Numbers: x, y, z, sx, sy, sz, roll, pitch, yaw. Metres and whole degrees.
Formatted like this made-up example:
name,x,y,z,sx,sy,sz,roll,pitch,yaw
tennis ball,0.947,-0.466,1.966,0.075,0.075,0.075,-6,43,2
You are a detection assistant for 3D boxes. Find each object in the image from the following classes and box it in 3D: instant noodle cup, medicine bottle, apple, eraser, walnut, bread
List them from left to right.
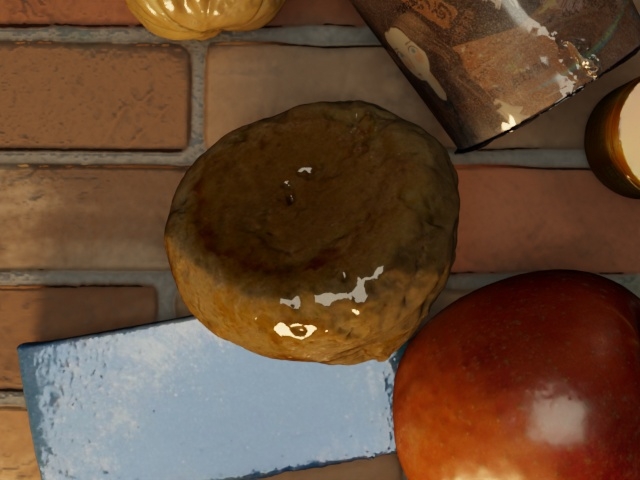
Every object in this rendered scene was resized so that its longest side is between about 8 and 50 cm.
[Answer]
name,x,y,z,sx,sy,sz,roll,pitch,yaw
walnut,-0.096,-0.248,1.224,0.155,0.155,0.184,-10,89,3
eraser,-0.079,0.125,1.282,0.311,0.042,0.144,-11,90,3
bread,0.000,0.000,1.207,0.230,0.123,0.230,-8,48,9
instant noodle cup,0.123,-0.195,1.191,0.217,0.217,0.207,-32,97,3
apple,0.169,0.131,1.187,0.201,0.218,0.218,-19,90,28
medicine bottle,0.255,-0.078,1.189,0.096,0.192,0.096,0,92,2
